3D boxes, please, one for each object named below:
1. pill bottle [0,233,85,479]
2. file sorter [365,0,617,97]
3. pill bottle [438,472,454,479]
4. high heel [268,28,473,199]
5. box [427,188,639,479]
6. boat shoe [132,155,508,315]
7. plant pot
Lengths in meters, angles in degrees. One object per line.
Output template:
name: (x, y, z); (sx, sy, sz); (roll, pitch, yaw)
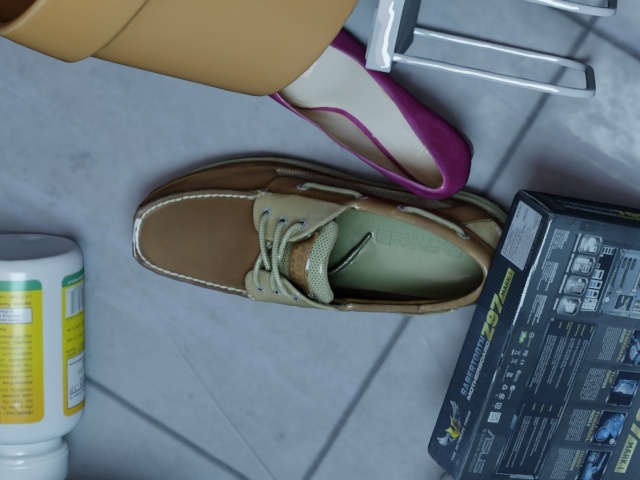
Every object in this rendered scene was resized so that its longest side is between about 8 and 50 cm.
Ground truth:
pill bottle: (-0.263, 0.106, 1.463); (0.117, 0.117, 0.208); (3, 103, 11)
file sorter: (0.152, -0.257, 1.256); (0.173, 0.193, 0.278); (13, 105, 6)
pill bottle: (0.195, 0.268, 1.397); (0.216, 0.121, 0.121); (10, 104, 10)
high heel: (0.014, -0.111, 1.354); (0.244, 0.117, 0.082); (37, 107, 2)
box: (0.205, 0.086, 1.339); (0.183, 0.059, 0.233); (8, 109, -28)
boat shoe: (0.000, 0.000, 1.380); (0.324, 0.120, 0.122); (2, 103, 12)
plant pot: (-0.085, -0.234, 1.221); (0.203, 0.291, 0.291); (27, 109, -24)
